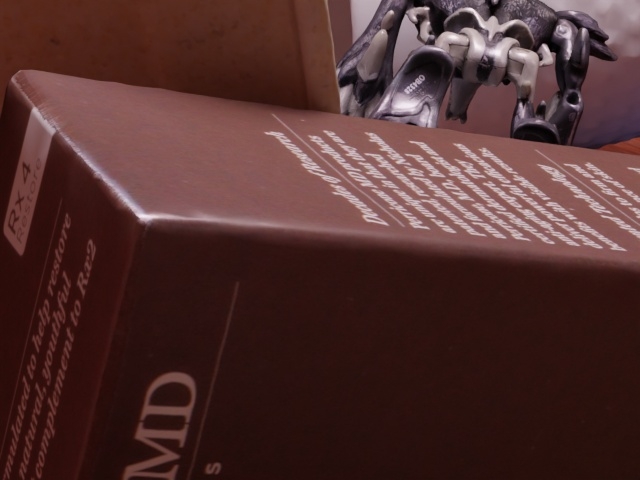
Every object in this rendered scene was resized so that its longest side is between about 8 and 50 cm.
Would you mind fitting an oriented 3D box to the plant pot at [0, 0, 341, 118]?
[{"bbox_3d":[-0.175,-0.127,0.815,0.305,0.334,0.334,-12,21,-5],"label":"plant pot"}]

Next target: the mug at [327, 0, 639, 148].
[{"bbox_3d":[0.161,-0.174,1.377,0.328,0.374,0.276,-5,64,-6],"label":"mug"}]

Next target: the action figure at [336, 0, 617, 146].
[{"bbox_3d":[0.076,-0.074,1.077,0.164,0.141,0.276,22,23,-2],"label":"action figure"}]

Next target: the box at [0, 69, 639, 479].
[{"bbox_3d":[0.063,0.067,0.711,0.381,0.191,0.143,5,20,-27],"label":"box"}]
